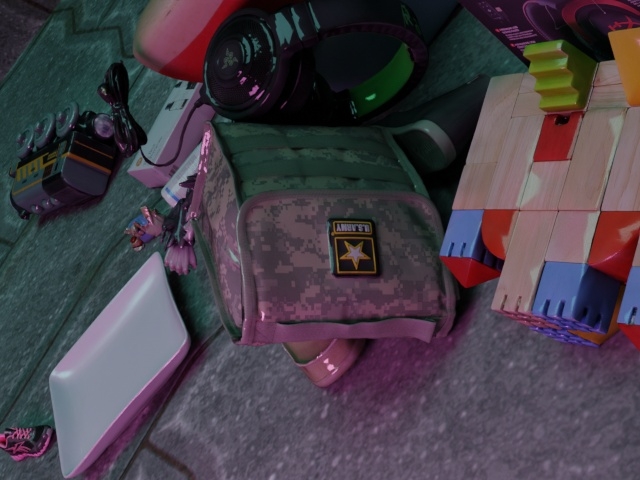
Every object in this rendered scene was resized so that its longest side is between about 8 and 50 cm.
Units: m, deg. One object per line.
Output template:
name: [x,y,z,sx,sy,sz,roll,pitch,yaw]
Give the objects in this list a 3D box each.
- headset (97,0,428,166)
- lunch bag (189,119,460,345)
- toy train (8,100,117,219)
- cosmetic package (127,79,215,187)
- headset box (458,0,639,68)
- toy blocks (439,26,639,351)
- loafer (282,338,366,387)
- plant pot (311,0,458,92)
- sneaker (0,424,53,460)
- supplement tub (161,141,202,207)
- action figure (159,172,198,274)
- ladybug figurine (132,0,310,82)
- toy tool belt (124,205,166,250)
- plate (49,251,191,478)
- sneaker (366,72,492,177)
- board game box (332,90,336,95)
headset: [-0.071,-0.201,1.393,0.394,0.243,0.185,-21,68,6]
lunch bag: [0.000,0.000,1.249,0.287,0.235,0.169,-115,31,-49]
toy train: [-0.522,-0.152,2.304,0.334,0.142,0.190,-16,56,48]
cosmetic package: [-0.246,-0.209,2.032,0.099,0.060,0.239,-5,55,55]
headset box: [0.272,-0.233,1.073,0.218,0.293,0.110,-4,55,55]
toy blocks: [0.248,-0.023,1.036,0.381,0.190,0.261,3,73,56]
loafer: [-0.024,0.074,1.377,0.102,0.092,0.268,-47,30,12]
plant pot: [0.064,-0.321,1.614,0.234,0.165,0.165,-59,28,11]
sneaker: [-0.466,0.310,1.801,0.119,0.057,0.047,-26,37,37]
supplement tub: [-0.196,-0.095,1.828,0.107,0.071,0.071,-49,29,7]
action figure: [-0.130,-0.019,1.556,0.275,0.164,0.141,162,111,-71]
ladybug figurine: [-0.102,-0.332,1.521,0.305,0.162,0.449,-52,11,-16]
toy tool belt: [-0.301,-0.025,1.923,0.083,0.051,0.052,-36,33,28]
plate: [-0.292,0.183,1.697,0.278,0.045,0.277,-48,30,9]
sneaker: [0.140,-0.136,1.403,0.118,0.083,0.222,-38,16,-16]
board game box: [0.000,-0.112,1.609,0.136,0.030,0.260,-47,30,15]
